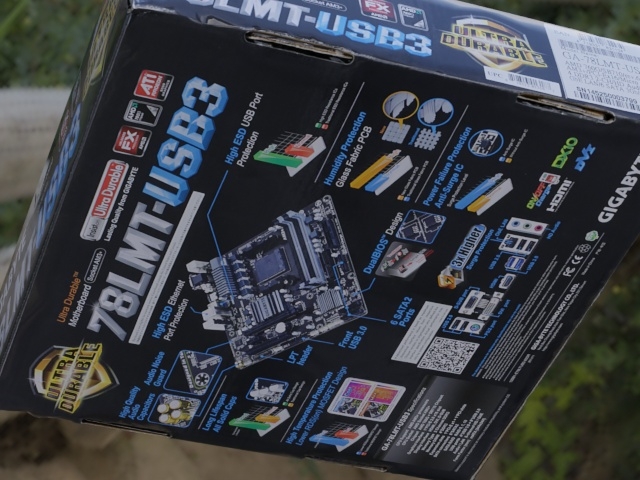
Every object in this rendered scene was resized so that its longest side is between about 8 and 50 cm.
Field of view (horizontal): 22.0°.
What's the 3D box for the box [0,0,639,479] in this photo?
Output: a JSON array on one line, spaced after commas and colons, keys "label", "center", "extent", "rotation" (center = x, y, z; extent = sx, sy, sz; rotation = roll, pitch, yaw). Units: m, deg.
[{"label": "box", "center": [0.000, 0.000, 0.861], "extent": [0.293, 0.295, 0.073], "rotation": [12, 42, -17]}]
